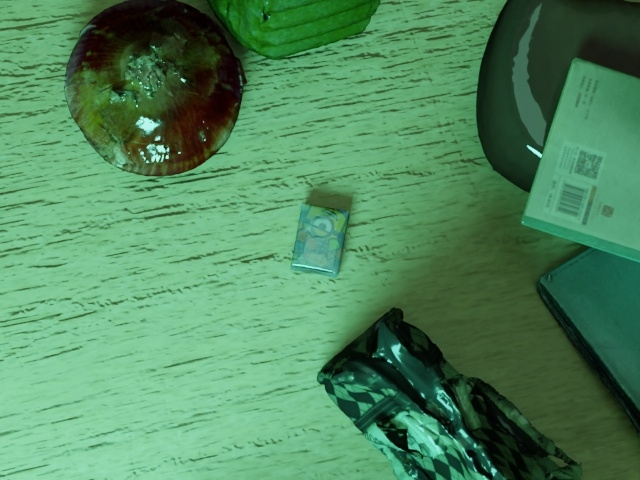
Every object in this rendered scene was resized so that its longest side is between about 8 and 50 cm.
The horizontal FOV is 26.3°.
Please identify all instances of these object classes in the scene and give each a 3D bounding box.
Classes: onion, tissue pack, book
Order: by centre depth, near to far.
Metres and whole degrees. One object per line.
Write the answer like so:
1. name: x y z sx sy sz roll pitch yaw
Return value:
1. book: 0.393 -0.074 1.586 0.282 0.025 0.215 20 84 -2
2. onion: -0.203 -0.199 1.671 0.229 0.163 0.230 0 70 0
3. tissue pack: 0.000 0.000 1.705 0.063 0.035 0.083 10 77 -1

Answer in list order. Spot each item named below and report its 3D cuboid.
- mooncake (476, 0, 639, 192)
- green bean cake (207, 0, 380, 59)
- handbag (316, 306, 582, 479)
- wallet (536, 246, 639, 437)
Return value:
1. mooncake: 0.346 -0.189 1.694 0.325 0.174 0.334 -29 83 -6
2. green bean cake: -0.061 -0.402 1.636 0.218 0.335 0.319 -19 75 -9
3. handbag: 0.177 0.251 1.520 0.180 0.317 0.416 -44 84 -5
4. wallet: 0.447 0.105 1.696 0.251 0.054 0.290 -28 70 -14
